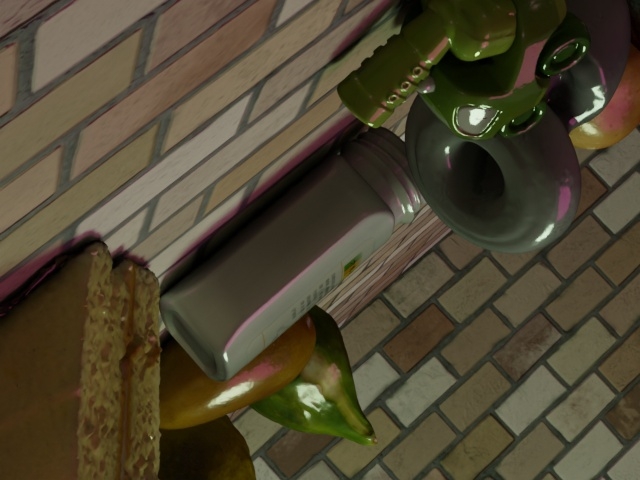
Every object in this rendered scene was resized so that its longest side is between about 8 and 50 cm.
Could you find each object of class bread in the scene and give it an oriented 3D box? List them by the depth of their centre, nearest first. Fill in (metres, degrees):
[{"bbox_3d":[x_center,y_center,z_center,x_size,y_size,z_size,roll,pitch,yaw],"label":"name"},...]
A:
[{"bbox_3d":[-0.323,0.152,1.358,0.405,0.242,0.346,-8,171,-7],"label":"bread"}]

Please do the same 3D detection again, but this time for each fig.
[{"bbox_3d":[-0.014,0.232,2.533,0.206,0.275,0.206,-42,175,-5],"label":"fig"}]

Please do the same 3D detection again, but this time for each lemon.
[{"bbox_3d":[-0.227,0.379,2.304,0.285,0.285,0.316,-43,180,5],"label":"lemon"}]

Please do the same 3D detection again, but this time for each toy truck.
[{"bbox_3d":[0.132,-0.182,1.453,0.210,0.148,0.187,-3,143,-46],"label":"toy truck"}]

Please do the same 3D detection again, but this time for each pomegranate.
[{"bbox_3d":[0.340,-0.224,2.045,0.209,0.209,0.209,-42,173,-6],"label":"pomegranate"}]

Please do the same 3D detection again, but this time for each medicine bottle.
[{"bbox_3d":[-0.024,0.010,1.771,0.324,0.124,0.179,-39,172,-15],"label":"medicine bottle"}]

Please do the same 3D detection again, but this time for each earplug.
[{"bbox_3d":[0.213,-0.142,1.675,0.175,0.214,0.326,-7,122,-57],"label":"earplug"}]

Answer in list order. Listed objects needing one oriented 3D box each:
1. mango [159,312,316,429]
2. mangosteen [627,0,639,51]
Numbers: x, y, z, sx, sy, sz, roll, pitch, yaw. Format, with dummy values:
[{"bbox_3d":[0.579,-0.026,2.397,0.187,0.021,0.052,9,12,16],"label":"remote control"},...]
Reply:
[{"bbox_3d":[-0.118,0.151,2.030,0.254,0.139,0.175,-31,165,-31],"label":"mango"},{"bbox_3d":[0.460,-0.334,1.772,0.330,0.330,0.330,-42,173,-6],"label":"mangosteen"}]
